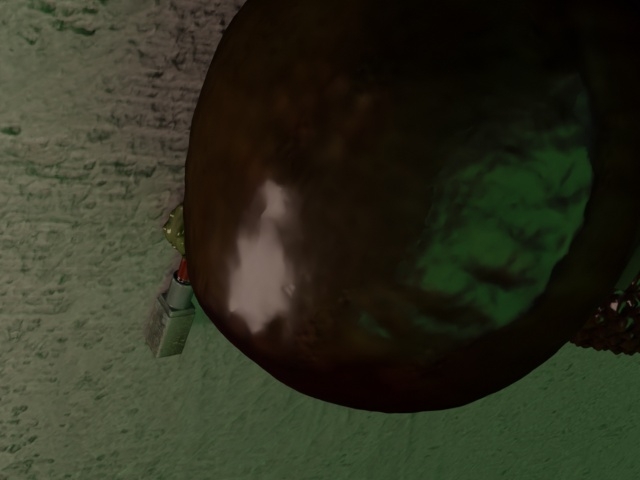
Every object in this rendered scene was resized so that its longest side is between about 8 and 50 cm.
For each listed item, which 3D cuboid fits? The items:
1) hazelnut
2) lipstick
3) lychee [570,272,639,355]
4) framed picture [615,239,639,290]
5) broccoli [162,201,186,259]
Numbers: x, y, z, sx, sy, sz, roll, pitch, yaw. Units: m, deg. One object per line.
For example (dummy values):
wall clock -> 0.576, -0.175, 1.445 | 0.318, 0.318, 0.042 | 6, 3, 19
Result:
hazelnut -> 0.090, -0.064, 1.114 | 0.421, 0.353, 0.421 | -34, 131, -52
lipstick -> -0.134, 0.055, 1.359 | 0.030, 0.030, 0.129 | -8, 136, -33
lychee -> 0.310, 0.009, 1.510 | 0.271, 0.271, 0.271 | -22, 144, -17
framed picture -> 0.295, -0.152, 1.235 | 0.022, 0.335, 0.247 | 17, 129, -9
broccoli -> 0.015, -0.011, 1.315 | 0.275, 0.177, 0.198 | 27, 120, -38
